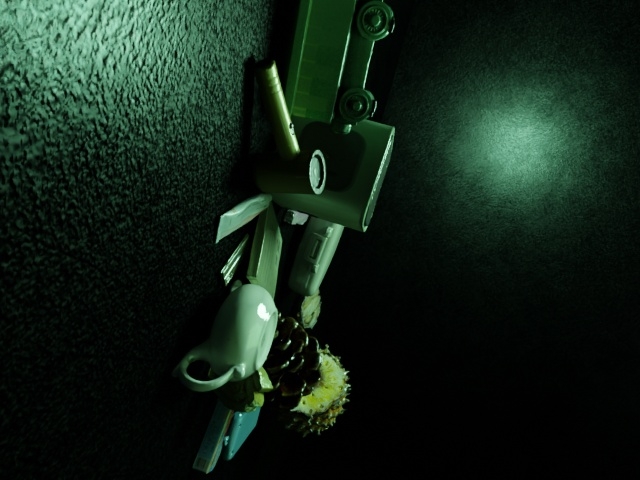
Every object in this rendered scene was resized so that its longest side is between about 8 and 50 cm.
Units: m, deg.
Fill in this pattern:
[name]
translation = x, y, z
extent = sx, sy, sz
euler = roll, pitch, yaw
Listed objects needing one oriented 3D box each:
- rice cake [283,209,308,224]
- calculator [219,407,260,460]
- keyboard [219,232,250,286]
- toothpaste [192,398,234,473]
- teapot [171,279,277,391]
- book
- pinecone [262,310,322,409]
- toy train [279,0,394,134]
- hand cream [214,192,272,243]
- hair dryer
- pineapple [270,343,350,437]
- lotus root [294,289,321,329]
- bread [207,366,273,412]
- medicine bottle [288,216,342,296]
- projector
[rice cake]
translation = -0.070, -0.076, 1.405
extent = 0.047, 0.036, 0.207
euler = -64, 172, 8
[calculator]
translation = -0.249, 0.574, 1.470
extent = 0.293, 0.051, 0.172
euler = -24, 131, -77
[keyboard]
translation = -0.186, 0.041, 1.002
extent = 0.129, 0.015, 0.049
euler = -64, 162, -44
[toothpaste]
translation = -0.274, 0.507, 1.223
extent = 0.070, 0.044, 0.193
euler = 83, 25, -71
[teapot]
translation = -0.177, 0.194, 0.958
extent = 0.298, 0.140, 0.204
euler = -62, 168, -59
[book]
translation = -0.131, 0.036, 1.162
extent = 0.282, 0.025, 0.214
euler = 85, 12, -67
[pinecone]
translation = -0.118, 0.318, 1.239
extent = 0.309, 0.244, 0.243
euler = 70, 34, -43
[toy train]
translation = 0.025, -0.372, 0.925
extent = 0.120, 0.203, 0.300
euler = -98, -161, -64
[hand cream]
translation = -0.156, -0.057, 0.954
extent = 0.216, 0.038, 0.052
euler = -45, 127, -59
[hair dryer]
translation = -0.084, -0.211, 0.896
extent = 0.090, 0.135, 0.278
euler = -65, 150, -41
[pineapple]
translation = -0.043, 0.620, 1.899
extent = 0.300, 0.353, 0.352
euler = 93, 17, -56
[lotus root]
translation = -0.067, 0.293, 1.992
extent = 0.329, 0.078, 0.166
euler = -20, 104, -76
[bread]
translation = -0.188, 0.327, 1.076
extent = 0.118, 0.156, 0.064
euler = -37, 160, -2
[medicine bottle]
translation = 0.000, 0.000, 1.620
extent = 0.282, 0.123, 0.374
euler = -58, 170, -77
[projector]
translation = 0.033, -0.178, 1.161
extent = 0.248, 0.250, 0.248
euler = 35, 73, -80
